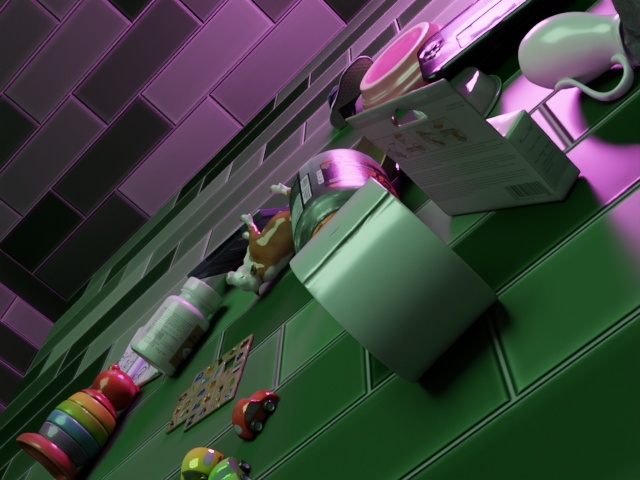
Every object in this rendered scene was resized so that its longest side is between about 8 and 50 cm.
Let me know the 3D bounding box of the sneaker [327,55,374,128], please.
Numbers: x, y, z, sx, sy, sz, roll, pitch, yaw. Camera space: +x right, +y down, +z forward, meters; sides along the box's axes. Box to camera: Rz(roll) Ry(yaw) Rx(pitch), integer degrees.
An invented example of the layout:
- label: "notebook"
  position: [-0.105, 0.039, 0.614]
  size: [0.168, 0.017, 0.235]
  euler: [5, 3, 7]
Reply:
- label: "sneaker"
  position: [0.088, -0.460, 2.469]
  size: [0.226, 0.086, 0.163]
  euler: [-61, 10, 25]

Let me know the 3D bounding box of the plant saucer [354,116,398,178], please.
- label: "plant saucer"
  position: [0.101, -0.146, 1.801]
  size: [0.277, 0.041, 0.277]
  euler: [-59, 14, 26]

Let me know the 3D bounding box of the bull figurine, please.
- label: "bull figurine"
  position: [-0.105, -0.012, 1.963]
  size: [0.310, 0.101, 0.188]
  euler: [-39, 52, 2]

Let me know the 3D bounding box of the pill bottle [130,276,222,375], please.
- label: "pill bottle"
  position: [-0.351, 0.210, 2.057]
  size: [0.229, 0.131, 0.131]
  euler: [-54, 19, -18]

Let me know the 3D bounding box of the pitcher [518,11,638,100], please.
- label: "pitcher"
  position: [0.429, -0.298, 1.368]
  size: [0.207, 0.125, 0.177]
  euler: [-4, 60, 50]

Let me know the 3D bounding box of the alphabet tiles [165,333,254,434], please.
- label: "alphabet tiles"
  position: [-0.241, 0.319, 1.771]
  size: [0.237, 0.009, 0.198]
  euler: [-38, 20, 29]

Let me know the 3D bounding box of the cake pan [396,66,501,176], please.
- label: "cake pan"
  position: [0.256, -0.261, 1.776]
  size: [0.293, 0.054, 0.293]
  euler: [-41, 18, 17]

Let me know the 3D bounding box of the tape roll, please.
- label: "tape roll"
  position: [0.100, 0.054, 1.154]
  size: [0.169, 0.246, 0.246]
  euler: [-47, 18, 4]

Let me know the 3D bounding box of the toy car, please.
- label: "toy car"
  position: [-0.160, 0.368, 1.404]
  size: [0.239, 0.053, 0.225]
  euler: [-46, 17, 5]

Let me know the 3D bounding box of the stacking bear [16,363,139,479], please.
- label: "stacking bear"
  position: [-0.581, 0.443, 2.077]
  size: [0.289, 0.175, 0.164]
  euler: [-50, 14, -32]

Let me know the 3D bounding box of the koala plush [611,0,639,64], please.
- label: "koala plush"
  position: [0.540, -0.327, 1.116]
  size: [0.221, 0.203, 0.196]
  euler: [-29, 25, -10]

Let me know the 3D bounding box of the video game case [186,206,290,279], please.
- label: "video game case"
  position: [-0.206, 0.007, 2.181]
  size: [0.274, 0.026, 0.196]
  euler: [-41, -11, 21]

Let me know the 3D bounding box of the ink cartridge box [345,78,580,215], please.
- label: "ink cartridge box"
  position: [0.213, -0.152, 1.298]
  size: [0.066, 0.261, 0.296]
  euler: [-55, 19, -18]

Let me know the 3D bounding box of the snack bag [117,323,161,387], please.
- label: "snack bag"
  position: [-0.477, 0.303, 2.312]
  size: [0.343, 0.037, 0.323]
  euler: [-31, 23, 41]

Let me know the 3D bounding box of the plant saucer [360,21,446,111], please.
- label: "plant saucer"
  position: [0.223, -0.473, 2.254]
  size: [0.332, 0.084, 0.332]
  euler: [-43, 18, 17]

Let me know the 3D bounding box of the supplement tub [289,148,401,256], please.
- label: "supplement tub"
  position: [0.050, -0.030, 1.508]
  size: [0.207, 0.207, 0.338]
  euler: [-44, 19, 12]

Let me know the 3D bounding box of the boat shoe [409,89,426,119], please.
- label: "boat shoe"
  position: [0.218, -0.275, 1.695]
  size: [0.066, 0.063, 0.184]
  euler: [-44, 18, 12]

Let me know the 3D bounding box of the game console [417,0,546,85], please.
- label: "game console"
  position: [0.387, -0.514, 1.909]
  size: [0.387, 0.060, 0.342]
  euler: [-37, 13, 18]
